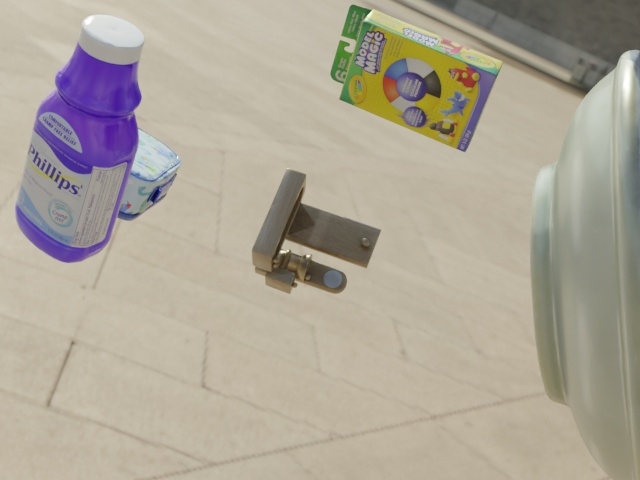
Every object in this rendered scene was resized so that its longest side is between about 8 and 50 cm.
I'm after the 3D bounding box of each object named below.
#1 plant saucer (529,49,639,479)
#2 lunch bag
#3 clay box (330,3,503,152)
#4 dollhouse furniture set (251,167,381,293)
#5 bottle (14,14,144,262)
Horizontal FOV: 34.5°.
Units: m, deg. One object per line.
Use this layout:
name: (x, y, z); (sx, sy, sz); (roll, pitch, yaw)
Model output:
plant saucer: (0.250, 0.036, 0.916); (0.100, 0.401, 0.400); (-2, 8, 19)
lunch bag: (-0.305, -0.112, 1.522); (0.176, 0.090, 0.219); (29, 17, -2)
clay box: (0.120, -0.221, 1.396); (0.222, 0.128, 0.053); (23, 38, 7)
dollhouse furniture set: (0.000, 0.000, 1.260); (0.123, 0.144, 0.151); (20, -22, 6)
bottle: (-0.261, -0.110, 1.138); (0.118, 0.283, 0.092); (38, 37, 17)
